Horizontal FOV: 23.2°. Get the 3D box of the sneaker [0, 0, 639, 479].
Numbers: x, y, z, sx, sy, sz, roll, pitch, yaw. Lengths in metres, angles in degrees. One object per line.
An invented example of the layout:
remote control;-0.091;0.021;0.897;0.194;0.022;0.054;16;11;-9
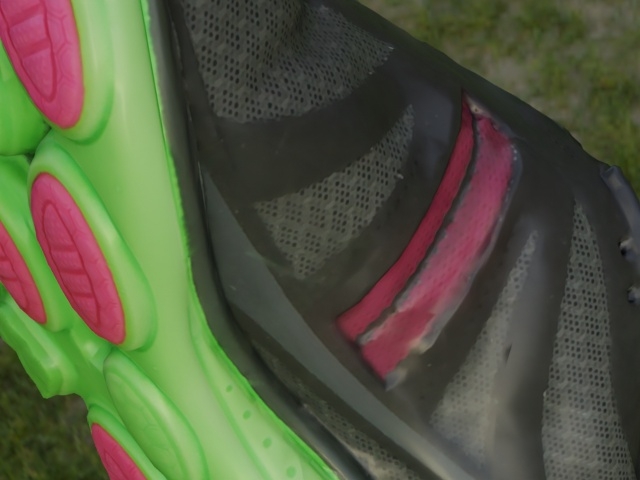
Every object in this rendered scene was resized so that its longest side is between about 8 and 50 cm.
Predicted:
sneaker;0.000;0.000;0.553;0.202;0.483;0.185;-39;30;-26
